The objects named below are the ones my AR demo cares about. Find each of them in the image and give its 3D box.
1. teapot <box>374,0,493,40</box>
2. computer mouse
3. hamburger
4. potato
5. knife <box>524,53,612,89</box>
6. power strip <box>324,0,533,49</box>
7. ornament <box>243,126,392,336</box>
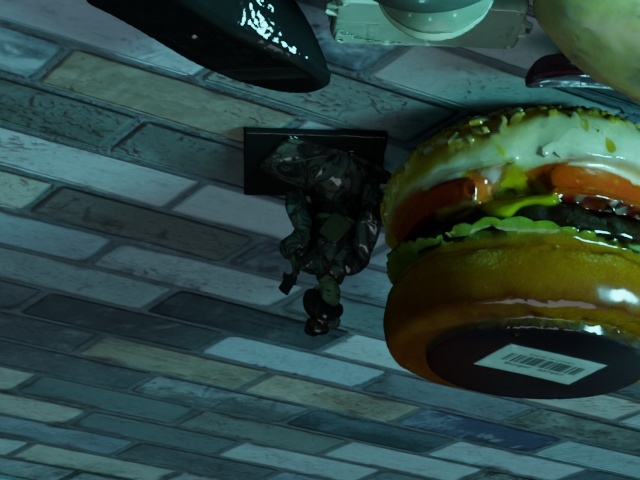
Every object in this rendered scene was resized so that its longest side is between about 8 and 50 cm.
[{"bbox_3d":[0.088,-0.245,1.583,0.183,0.183,0.251,-1,167,5],"label":"teapot"},{"bbox_3d":[-0.098,-0.212,1.755,0.147,0.088,0.264,1,164,45],"label":"computer mouse"},{"bbox_3d":[0.220,0.013,2.064,0.330,0.250,0.330,4,158,2],"label":"hamburger"},{"bbox_3d":[0.298,-0.190,1.760,0.234,0.128,0.161,7,141,-2],"label":"potato"},{"bbox_3d":[0.320,-0.145,1.939,0.278,0.053,0.123,11,159,-21],"label":"knife"},{"bbox_3d":[0.099,-0.208,1.821,0.192,0.035,0.081,2,157,-2],"label":"power strip"},{"bbox_3d":[0.000,0.000,2.112,0.166,0.196,0.153,0,158,-1],"label":"ornament"}]
